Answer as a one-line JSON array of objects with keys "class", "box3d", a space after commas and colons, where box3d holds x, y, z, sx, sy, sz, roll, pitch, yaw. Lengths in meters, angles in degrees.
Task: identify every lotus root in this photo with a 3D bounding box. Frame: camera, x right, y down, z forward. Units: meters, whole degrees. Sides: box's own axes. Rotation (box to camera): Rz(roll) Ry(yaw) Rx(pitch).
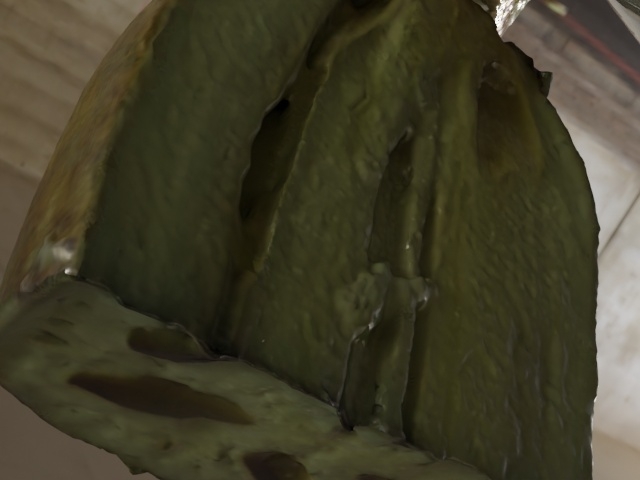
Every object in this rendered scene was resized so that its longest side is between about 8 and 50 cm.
[{"class": "lotus root", "box3d": [-0.007, -0.016, 0.533, 0.267, 0.260, 0.149, 31, 140, -30]}]

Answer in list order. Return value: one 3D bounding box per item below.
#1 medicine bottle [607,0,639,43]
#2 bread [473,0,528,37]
[{"class": "medicine bottle", "box3d": [0.231, -0.155, 0.465, 0.241, 0.241, 0.302, 35, -173, 32]}, {"class": "bread", "box3d": [0.108, -0.201, 0.672, 0.127, 0.147, 0.152, 33, 159, 26]}]
